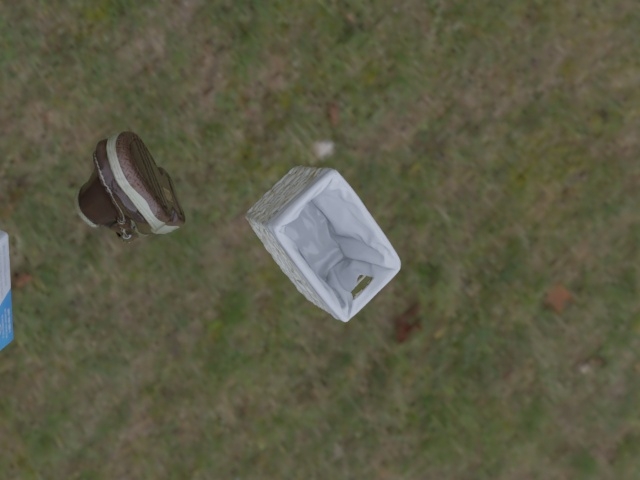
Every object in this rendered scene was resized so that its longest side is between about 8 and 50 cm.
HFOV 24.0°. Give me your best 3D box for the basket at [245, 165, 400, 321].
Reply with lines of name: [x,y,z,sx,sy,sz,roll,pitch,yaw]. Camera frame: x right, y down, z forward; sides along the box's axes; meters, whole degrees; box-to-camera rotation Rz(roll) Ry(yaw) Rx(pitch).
basket: [0.000,0.000,1.862,0.113,0.103,0.167,-44,117,-16]

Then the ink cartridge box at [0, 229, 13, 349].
ink cartridge box: [-0.561,0.095,1.948,0.270,0.197,0.198,-46,152,-43]

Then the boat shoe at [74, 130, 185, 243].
boat shoe: [-0.209,-0.041,1.572,0.095,0.095,0.257,-20,166,1]
